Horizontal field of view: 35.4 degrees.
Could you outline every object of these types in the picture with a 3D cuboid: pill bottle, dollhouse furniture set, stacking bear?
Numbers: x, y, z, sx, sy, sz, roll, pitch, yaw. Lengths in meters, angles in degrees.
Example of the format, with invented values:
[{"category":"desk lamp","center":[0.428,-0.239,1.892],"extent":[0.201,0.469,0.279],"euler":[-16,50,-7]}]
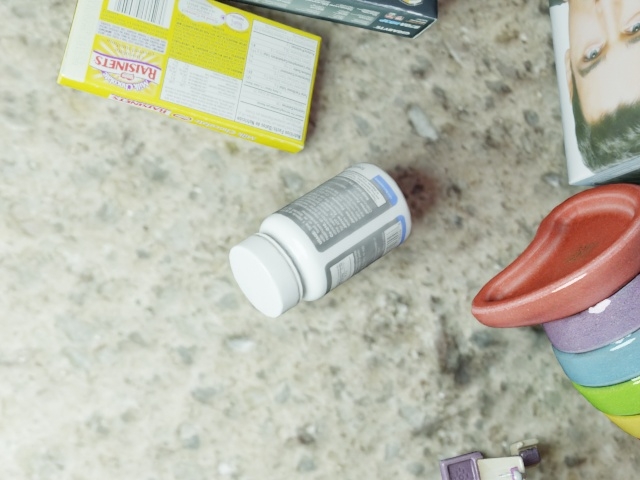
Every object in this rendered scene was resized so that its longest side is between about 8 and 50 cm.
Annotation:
[{"category":"pill bottle","center":[0.000,0.000,0.807],"extent":[0.137,0.078,0.078],"euler":[-32,92,-26]},{"category":"dollhouse furniture set","center":[0.167,0.228,0.828],"extent":[0.091,0.081,0.114],"euler":[-8,82,-25]},{"category":"stacking bear","center":[0.300,0.110,0.878],"extent":[0.175,0.164,0.289],"euler":[-44,102,-25]}]

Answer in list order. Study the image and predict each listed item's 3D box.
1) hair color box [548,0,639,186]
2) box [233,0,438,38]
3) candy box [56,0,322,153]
[{"category":"hair color box","center":[0.313,-0.251,0.940],"extent":[0.113,0.185,0.375],"euler":[1,78,-25]},{"category":"box","center":[-0.001,-0.285,0.885],"extent":[0.220,0.051,0.175],"euler":[6,76,-23]},{"category":"candy box","center":[-0.102,-0.149,0.824],"extent":[0.205,0.027,0.105],"euler":[15,75,-20]}]
